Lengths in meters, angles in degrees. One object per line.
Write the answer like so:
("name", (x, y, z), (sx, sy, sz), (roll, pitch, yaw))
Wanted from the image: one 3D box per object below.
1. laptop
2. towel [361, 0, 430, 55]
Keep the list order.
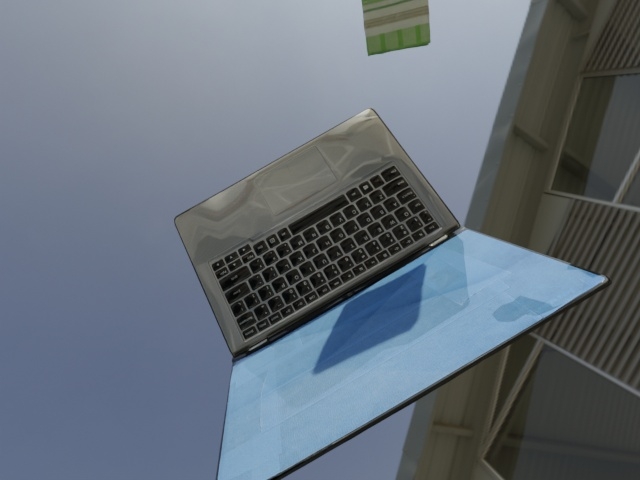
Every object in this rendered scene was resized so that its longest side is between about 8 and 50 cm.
("laptop", (0.000, 0.000, 0.503), (0.382, 0.408, 0.236), (-30, -21, -2))
("towel", (0.127, -0.401, 0.682), (0.113, 0.023, 0.152), (-2, -78, 21))
